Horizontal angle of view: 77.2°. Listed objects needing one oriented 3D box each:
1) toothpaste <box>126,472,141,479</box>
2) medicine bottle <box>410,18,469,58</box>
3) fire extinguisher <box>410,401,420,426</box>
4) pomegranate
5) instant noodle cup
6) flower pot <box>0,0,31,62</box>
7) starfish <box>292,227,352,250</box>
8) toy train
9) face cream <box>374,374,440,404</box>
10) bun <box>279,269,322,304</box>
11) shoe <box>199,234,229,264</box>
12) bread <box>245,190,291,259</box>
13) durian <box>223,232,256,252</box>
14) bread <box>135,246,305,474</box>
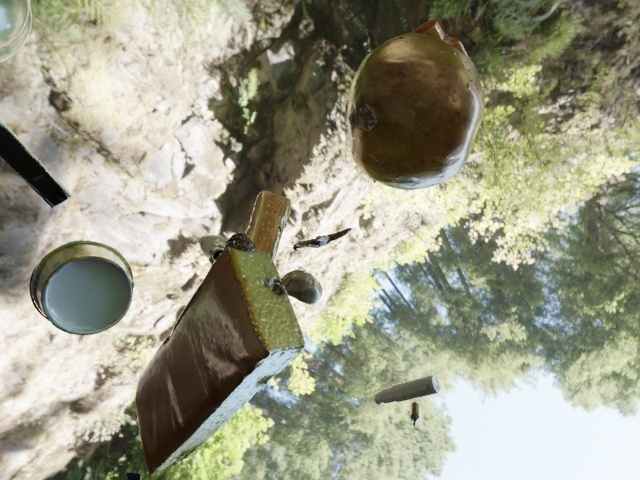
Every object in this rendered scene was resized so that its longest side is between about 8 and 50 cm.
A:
[{"bbox_3d":[-0.302,0.412,0.659,0.024,0.084,0.015,4,-159,3],"label":"toothpaste"},{"bbox_3d":[0.359,-0.539,1.217,0.112,0.222,0.149,-46,-150,-2],"label":"medicine bottle"},{"bbox_3d":[0.224,0.412,0.949,0.022,0.083,0.028,8,-87,12],"label":"fire extinguisher"},{"bbox_3d":[0.174,-0.239,0.764,0.281,0.281,0.281,-15,-125,22],"label":"pomegranate"},{"bbox_3d":[-0.493,0.101,0.845,0.153,0.205,0.205,4,-119,57],"label":"instant noodle cup"},{"bbox_3d":[-0.467,-0.225,0.376,0.307,0.307,0.244,7,-94,33],"label":"flower pot"},{"bbox_3d":[0.000,0.001,1.376,0.240,0.227,0.043,-21,-91,20],"label":"starfish"},{"bbox_3d":[-0.677,-0.188,0.910,0.055,0.252,0.048,-32,-140,-10],"label":"toy train"},{"bbox_3d":[0.161,0.288,0.763,0.130,0.034,0.034,-28,-130,28],"label":"face cream"},{"bbox_3d":[-0.072,0.172,1.561,0.166,0.173,0.114,25,-90,36],"label":"bun"},{"bbox_3d":[-0.441,0.060,1.796,0.341,0.210,0.132,34,-95,23],"label":"shoe"},{"bbox_3d":[-0.209,-0.051,1.539,0.141,0.091,0.305,17,-121,-5],"label":"bread"},{"bbox_3d":[-0.202,0.024,0.994,0.091,0.080,0.080,-59,-144,41],"label":"durian"},{"bbox_3d":[-0.157,0.175,0.535,0.361,0.077,0.138,-50,-126,33],"label":"bread"}]
